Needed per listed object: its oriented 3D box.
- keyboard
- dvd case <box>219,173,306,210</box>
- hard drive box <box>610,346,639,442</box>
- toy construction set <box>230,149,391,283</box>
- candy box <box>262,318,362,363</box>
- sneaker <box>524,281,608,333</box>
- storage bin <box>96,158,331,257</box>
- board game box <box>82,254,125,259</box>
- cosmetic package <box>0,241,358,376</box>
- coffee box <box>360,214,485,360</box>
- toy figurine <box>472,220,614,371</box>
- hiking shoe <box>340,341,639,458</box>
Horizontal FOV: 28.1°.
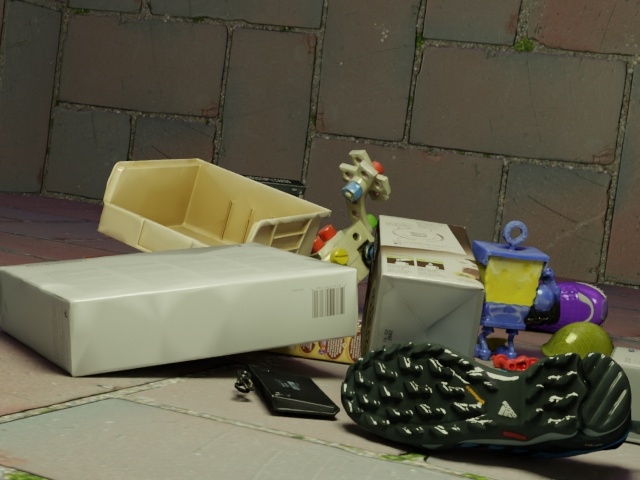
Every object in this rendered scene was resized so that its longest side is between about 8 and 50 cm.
[{"bbox_3d":[-0.048,0.169,1.440,0.108,0.023,0.180,13,2,-13],"label":"keyboard"},{"bbox_3d":[-0.136,-0.002,2.222,0.179,0.239,0.029,3,29,-49],"label":"dvd case"},{"bbox_3d":[0.452,0.193,1.506,0.232,0.089,0.181,9,4,16],"label":"hard drive box"},{"bbox_3d":[0.000,0.000,2.208,0.327,0.215,0.151,-41,10,-17],"label":"toy construction set"},{"bbox_3d":[0.008,0.135,1.792,0.186,0.053,0.109,6,5,8],"label":"candy box"},{"bbox_3d":[0.383,0.126,2.377,0.293,0.102,0.146,4,5,42],"label":"sneaker"},{"bbox_3d":[-0.167,-0.027,1.986,0.262,0.123,0.260,23,13,22],"label":"storage bin"},{"bbox_3d":[-0.274,0.055,2.111,0.145,0.027,0.281,22,-13,-32],"label":"board game box"},{"bbox_3d":[-0.184,0.076,1.622,0.377,0.098,0.284,-5,12,-29],"label":"cosmetic package"},{"bbox_3d":[0.115,0.086,1.521,0.118,0.168,0.297,8,14,0],"label":"coffee box"},{"bbox_3d":[0.316,0.082,1.934,0.362,0.217,0.191,6,4,-14],"label":"toy figurine"},{"bbox_3d":[0.169,0.180,1.308,0.304,0.113,0.132,2,-29,24],"label":"hiking shoe"}]
